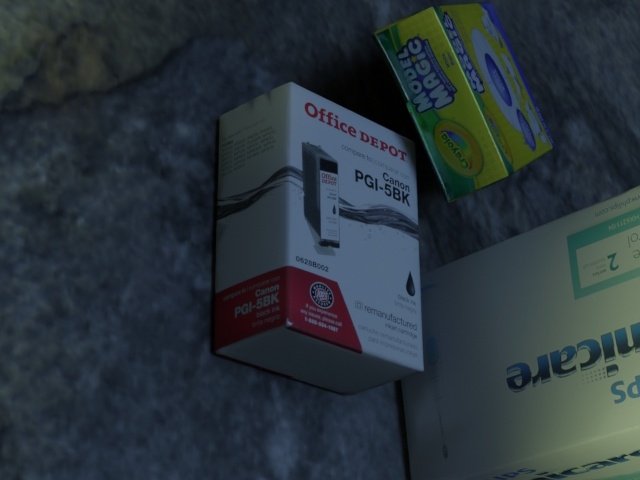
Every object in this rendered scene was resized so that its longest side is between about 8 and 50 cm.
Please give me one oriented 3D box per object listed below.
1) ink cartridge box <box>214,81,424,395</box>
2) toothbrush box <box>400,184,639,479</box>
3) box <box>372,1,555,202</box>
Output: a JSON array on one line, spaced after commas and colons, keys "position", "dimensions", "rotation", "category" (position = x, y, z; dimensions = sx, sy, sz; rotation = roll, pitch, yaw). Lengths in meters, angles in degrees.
[{"position": [0.000, 0.000, 0.798], "dimensions": [0.099, 0.056, 0.135], "rotation": [21, 58, -40], "category": "ink cartridge box"}, {"position": [0.218, 0.077, 0.878], "dimensions": [0.295, 0.216, 0.126], "rotation": [14, 62, -42], "category": "toothbrush box"}, {"position": [0.084, -0.084, 0.896], "dimensions": [0.105, 0.043, 0.179], "rotation": [66, 22, -2], "category": "box"}]
